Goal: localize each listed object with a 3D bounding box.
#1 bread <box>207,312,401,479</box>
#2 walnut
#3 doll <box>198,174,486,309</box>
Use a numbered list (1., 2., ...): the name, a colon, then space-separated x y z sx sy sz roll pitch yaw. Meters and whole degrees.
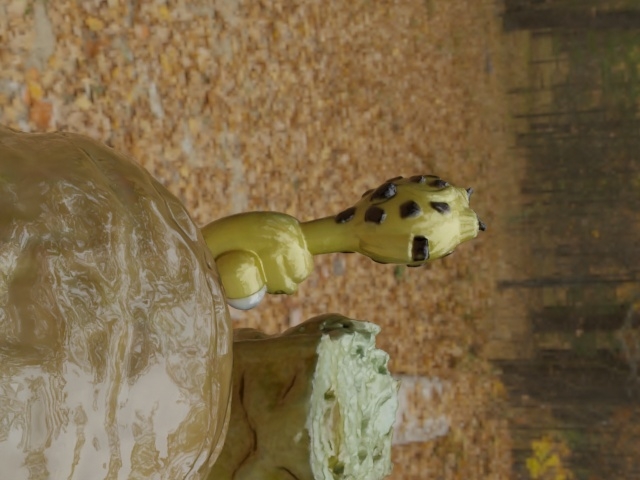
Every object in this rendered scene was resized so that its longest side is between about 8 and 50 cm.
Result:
1. bread: -0.061 0.190 1.021 0.196 0.252 0.238 41 54 -48
2. walnut: -0.148 0.049 0.407 0.228 0.228 0.228 -2 90 -74
3. doll: 0.000 0.001 0.871 0.117 0.291 0.086 -96 173 -63
